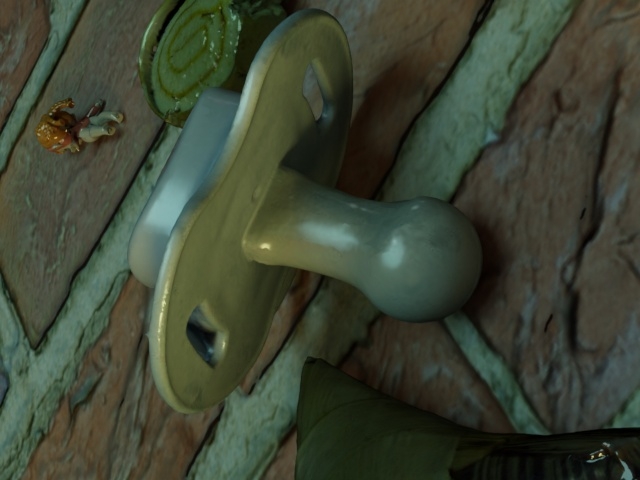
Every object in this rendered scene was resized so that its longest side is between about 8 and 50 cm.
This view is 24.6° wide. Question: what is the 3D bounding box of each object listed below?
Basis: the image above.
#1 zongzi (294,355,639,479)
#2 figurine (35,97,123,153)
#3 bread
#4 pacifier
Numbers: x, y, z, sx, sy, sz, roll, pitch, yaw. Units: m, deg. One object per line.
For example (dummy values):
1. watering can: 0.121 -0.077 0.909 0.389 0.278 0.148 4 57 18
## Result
1. zongzi: 0.090 0.124 0.844 0.289 0.154 0.317 -39 43 30
2. figurine: -0.228 -0.109 1.382 0.109 0.047 0.064 -4 49 45
3. bread: -0.084 -0.159 1.192 0.156 0.064 0.117 -33 61 42
4. pacifier: 0.000 0.000 0.976 0.225 0.238 0.287 19 68 23
